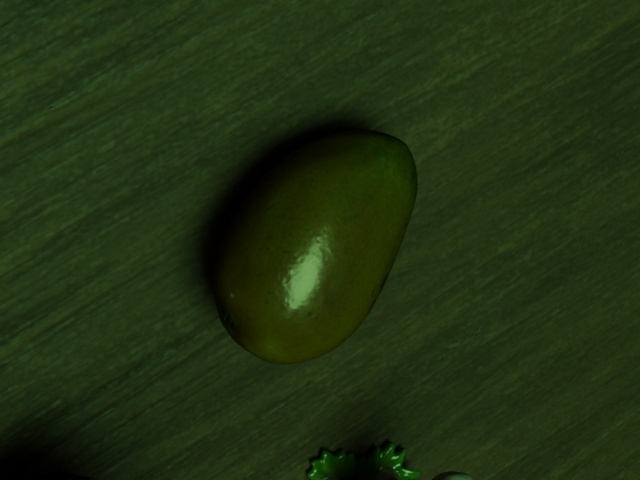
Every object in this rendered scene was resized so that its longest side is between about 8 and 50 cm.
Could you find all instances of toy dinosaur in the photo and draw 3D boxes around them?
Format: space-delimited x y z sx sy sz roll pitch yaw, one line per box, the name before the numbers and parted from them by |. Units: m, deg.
toy dinosaur | 0.085 0.270 1.719 0.152 0.177 0.194 8 111 -36

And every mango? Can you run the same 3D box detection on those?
mango | -0.005 -0.001 1.556 0.151 0.120 0.221 30 89 -44

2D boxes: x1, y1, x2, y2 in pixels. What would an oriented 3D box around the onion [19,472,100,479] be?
onion | -0.250 0.356 1.467 0.341 0.341 0.341 -16 122 -27
